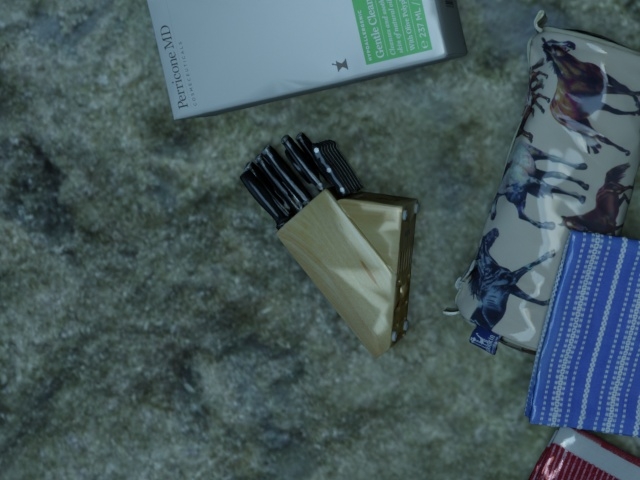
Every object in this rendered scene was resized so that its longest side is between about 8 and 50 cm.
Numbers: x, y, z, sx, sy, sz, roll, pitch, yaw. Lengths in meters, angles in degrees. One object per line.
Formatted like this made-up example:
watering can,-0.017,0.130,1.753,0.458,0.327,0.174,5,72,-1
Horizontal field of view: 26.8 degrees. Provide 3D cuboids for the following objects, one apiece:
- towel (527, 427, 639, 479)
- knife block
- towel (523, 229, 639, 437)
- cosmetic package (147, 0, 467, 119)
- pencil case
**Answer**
towel,0.319,0.413,1.657,0.237,0.037,0.329,26,83,36
knife block,0.000,0.000,1.774,0.242,0.088,0.276,7,100,17
towel,0.426,0.130,1.608,0.336,0.040,0.243,10,101,-13
cosmetic package,-0.018,-0.284,1.705,0.365,0.155,0.197,-13,95,17
pencil case,0.285,-0.061,1.638,0.183,0.160,0.410,15,102,3
